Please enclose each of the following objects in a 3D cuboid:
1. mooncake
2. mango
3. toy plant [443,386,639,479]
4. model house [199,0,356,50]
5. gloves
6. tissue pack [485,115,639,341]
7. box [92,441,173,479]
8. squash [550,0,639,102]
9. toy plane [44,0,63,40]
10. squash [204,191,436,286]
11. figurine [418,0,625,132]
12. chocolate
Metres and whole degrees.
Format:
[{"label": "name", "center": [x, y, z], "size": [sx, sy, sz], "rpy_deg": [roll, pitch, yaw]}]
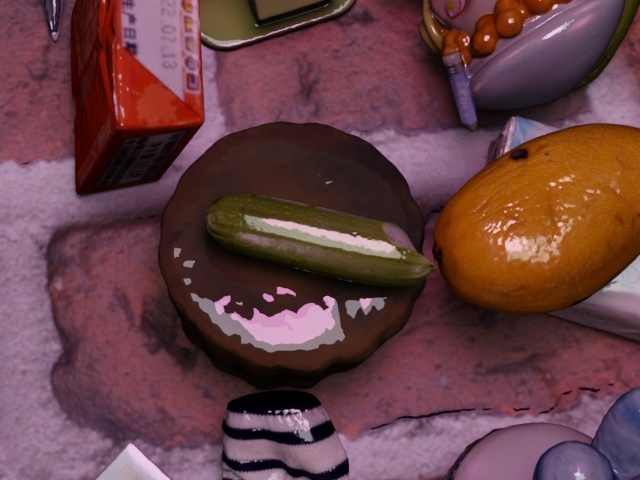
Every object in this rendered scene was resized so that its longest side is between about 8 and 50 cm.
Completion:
[{"label": "mooncake", "center": [-0.030, 0.018, 1.447], "size": [0.290, 0.161, 0.291], "rpy_deg": [2, 73, -5]}, {"label": "mango", "center": [0.257, -0.025, 1.389], "size": [0.294, 0.120, 0.177], "rpy_deg": [-23, 73, -10]}, {"label": "toy plant", "center": [0.292, 0.270, 1.301], "size": [0.247, 0.332, 0.247], "rpy_deg": [8, 70, -22]}, {"label": "model house", "center": [-0.062, -0.370, 1.493], "size": [0.218, 0.279, 0.205], "rpy_deg": [-20, 79, -10]}, {"label": "gloves", "center": [-0.037, 0.278, 1.404], "size": [0.140, 0.131, 0.219], "rpy_deg": [-9, 101, -23]}, {"label": "tissue pack", "center": [0.310, -0.008, 1.512], "size": [0.271, 0.124, 0.202], "rpy_deg": [16, 77, -2]}, {"label": "box", "center": [-0.227, 0.351, 1.381], "size": [0.155, 0.067, 0.243], "rpy_deg": [40, 74, 7]}, {"label": "squash", "center": [0.351, -0.299, 1.620], "size": [0.080, 0.071, 0.319], "rpy_deg": [23, 79, 6]}, {"label": "toy plane", "center": [-0.320, -0.358, 1.563], "size": [0.159, 0.082, 0.234], "rpy_deg": [-3, 72, 21]}, {"label": "squash", "center": [0.000, 0.000, 1.334], "size": [0.238, 0.069, 0.069], "rpy_deg": [13, 74, 0]}, {"label": "figurine", "center": [0.196, -0.318, 1.534], "size": [0.224, 0.205, 0.382], "rpy_deg": [-36, 59, 20]}, {"label": "chocolate", "center": [-0.205, -0.189, 1.452], "size": [0.108, 0.237, 0.235], "rpy_deg": [3, 73, -22]}]
